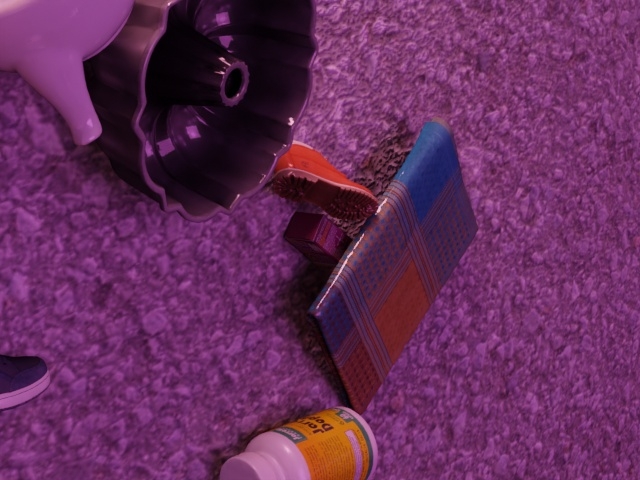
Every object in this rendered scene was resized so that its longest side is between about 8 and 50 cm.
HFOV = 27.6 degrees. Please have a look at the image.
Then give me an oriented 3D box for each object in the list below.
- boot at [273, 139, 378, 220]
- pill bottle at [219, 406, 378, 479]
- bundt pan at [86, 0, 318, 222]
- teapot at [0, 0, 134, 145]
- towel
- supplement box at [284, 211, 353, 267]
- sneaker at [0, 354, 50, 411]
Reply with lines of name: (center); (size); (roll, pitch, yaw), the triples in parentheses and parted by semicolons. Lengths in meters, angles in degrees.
boot: (0.009, -0.083, 1.729); (0.158, 0.059, 0.084); (22, 41, -27)
pill bottle: (-0.030, 0.301, 1.731); (0.208, 0.118, 0.117); (-14, 106, -46)
bundt pan: (-0.145, -0.193, 1.489); (0.331, 0.124, 0.330); (-39, 140, -44)
teapot: (-0.276, -0.270, 1.310); (0.256, 0.252, 0.187); (-56, 153, -8)
towel: (0.108, 0.037, 1.865); (0.370, 0.040, 0.271); (-55, 146, -26)
supplement box: (0.000, 0.000, 1.768); (0.083, 0.055, 0.043); (41, 65, -44)
sneaker: (-0.373, 0.094, 1.341); (0.226, 0.086, 0.163); (-4, 101, -47)
